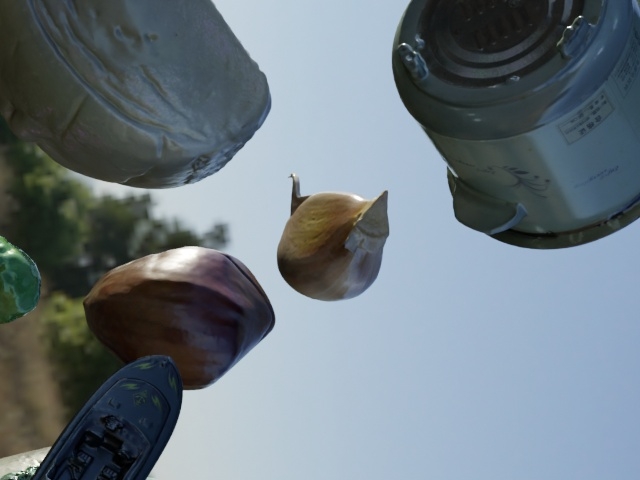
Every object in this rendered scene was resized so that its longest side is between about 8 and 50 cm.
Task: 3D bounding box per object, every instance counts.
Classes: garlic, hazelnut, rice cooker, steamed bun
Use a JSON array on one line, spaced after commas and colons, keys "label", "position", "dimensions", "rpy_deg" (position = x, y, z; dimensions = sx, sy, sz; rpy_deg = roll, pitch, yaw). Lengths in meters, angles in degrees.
[{"label": "garlic", "position": [-0.004, 0.001, 2.349], "dimensions": [0.266, 0.148, 0.128], "rpy_deg": [22, -26, 51]}, {"label": "hazelnut", "position": [-0.166, 0.084, 2.060], "dimensions": [0.181, 0.181, 0.212], "rpy_deg": [48, 5, 1]}, {"label": "rice cooker", "position": [0.223, -0.145, 1.754], "dimensions": [0.264, 0.317, 0.316], "rpy_deg": [22, -48, 39]}, {"label": "steamed bun", "position": [-0.242, -0.221, 1.893], "dimensions": [0.383, 0.236, 0.247], "rpy_deg": [57, -22, 4]}]

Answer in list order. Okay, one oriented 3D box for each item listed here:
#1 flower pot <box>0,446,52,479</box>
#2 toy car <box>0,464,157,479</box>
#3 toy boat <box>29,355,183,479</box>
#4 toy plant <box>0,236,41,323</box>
[{"label": "flower pot", "position": [-0.424, 0.451, 2.588], "dimensions": [0.293, 0.330, 0.293], "rpy_deg": [161, -90, -72]}, {"label": "toy car", "position": [-0.283, 0.294, 2.061], "dimensions": [0.093, 0.186, 0.058], "rpy_deg": [143, -51, -86]}, {"label": "toy boat", "position": [-0.206, 0.204, 1.693], "dimensions": [0.246, 0.093, 0.103], "rpy_deg": [-57, 177, -33]}, {"label": "toy plant", "position": [-0.461, 0.053, 1.518], "dimensions": [0.317, 0.356, 0.210], "rpy_deg": [44, -25, 26]}]
